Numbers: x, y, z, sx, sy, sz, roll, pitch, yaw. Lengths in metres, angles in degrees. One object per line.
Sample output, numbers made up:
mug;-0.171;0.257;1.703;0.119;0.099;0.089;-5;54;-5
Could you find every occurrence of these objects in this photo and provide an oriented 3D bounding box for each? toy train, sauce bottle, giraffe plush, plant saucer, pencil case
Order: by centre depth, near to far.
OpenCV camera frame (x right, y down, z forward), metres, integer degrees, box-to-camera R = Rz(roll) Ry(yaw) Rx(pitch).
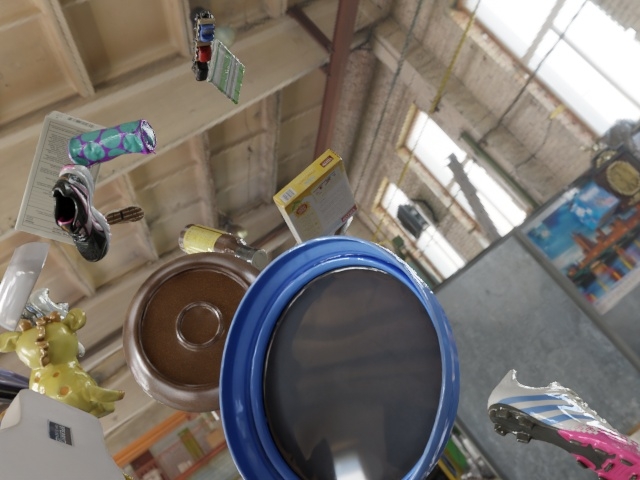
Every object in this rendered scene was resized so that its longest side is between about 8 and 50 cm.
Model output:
toy train;-0.178;-0.288;0.910;0.027;0.036;0.158;-10;-14;-17
giraffe plush;-0.422;0.207;0.949;0.181;0.171;0.210;-12;-19;-40
plant saucer;-0.224;0.162;1.133;0.310;0.311;0.050;-36;-15;-11
pencil case;-0.389;-0.179;1.133;0.151;0.070;0.064;-14;-6;6
sauce bottle;-0.313;0.027;1.929;0.111;0.344;0.112;-19;-64;-44

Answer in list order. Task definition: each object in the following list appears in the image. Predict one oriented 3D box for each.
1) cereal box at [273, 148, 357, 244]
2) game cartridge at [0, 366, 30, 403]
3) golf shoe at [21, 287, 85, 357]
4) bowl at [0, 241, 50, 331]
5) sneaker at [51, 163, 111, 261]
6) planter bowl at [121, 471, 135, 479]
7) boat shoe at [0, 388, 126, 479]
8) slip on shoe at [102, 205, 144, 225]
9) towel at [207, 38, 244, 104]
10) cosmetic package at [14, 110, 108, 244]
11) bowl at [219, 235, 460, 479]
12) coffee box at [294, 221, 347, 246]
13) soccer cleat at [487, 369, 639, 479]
cereal box;-0.004;-0.083;1.415;0.173;0.047;0.240;-42;-28;-10
game cartridge;-0.737;0.272;1.238;0.068;0.230;0.355;-67;-22;-14
golf shoe;-0.556;0.176;1.292;0.069;0.176;0.086;-7;39;39
bowl;-0.538;0.075;1.074;0.053;0.142;0.142;22;-75;-25
sneaker;-0.411;-0.033;1.007;0.077;0.071;0.178;-76;-18;-55
planter bowl;-0.322;0.415;0.796;0.217;0.217;0.090;-29;-11;-31
boat shoe;-0.251;0.238;0.491;0.158;0.127;0.340;-64;15;-11
slip on shoe;-0.578;-0.071;1.756;0.041;0.052;0.135;3;17;37
towel;-0.247;-0.433;1.563;0.152;0.023;0.113;33;-115;-67
cosmetic package;-0.669;-0.163;1.577;0.310;0.160;0.113;-67;20;13
bowl;0.017;0.190;0.851;0.391;0.391;0.077;-45;-37;21
coffee box;0.000;0.000;1.718;0.141;0.098;0.247;88;-153;-72
soccer cleat;0.494;0.350;1.161;0.143;0.331;0.116;-52;-29;-36
